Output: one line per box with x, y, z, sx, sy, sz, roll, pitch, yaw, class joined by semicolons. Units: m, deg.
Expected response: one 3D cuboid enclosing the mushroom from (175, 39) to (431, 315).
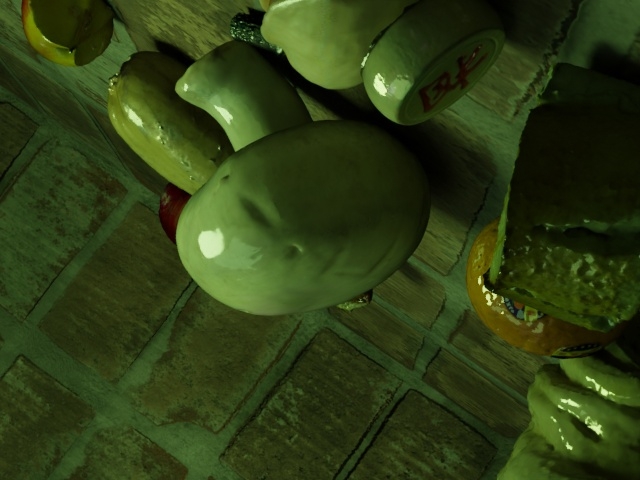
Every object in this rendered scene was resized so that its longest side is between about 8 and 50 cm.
-0.040;-0.046;1.348;0.356;0.315;0.315;42;169;-28;mushroom

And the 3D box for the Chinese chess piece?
0.091;-0.146;0.895;0.051;0.122;0.122;53;176;18;Chinese chess piece

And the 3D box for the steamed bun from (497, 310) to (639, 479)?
0.352;0.214;1.171;0.325;0.372;0.230;19;129;45;steamed bun

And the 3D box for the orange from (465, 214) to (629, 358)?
0.237;0.039;1.143;0.178;0.155;0.177;5;-169;-1;orange

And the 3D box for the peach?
-0.389;-0.333;1.668;0.118;0.151;0.151;15;160;31;peach

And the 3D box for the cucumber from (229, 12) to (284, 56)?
-0.044;-0.224;1.242;0.043;0.039;0.163;16;-172;-41;cucumber

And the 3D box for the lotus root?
-0.184;-0.155;1.726;0.343;0.151;0.169;40;156;-23;lotus root

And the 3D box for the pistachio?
0.022;-0.202;0.923;0.145;0.117;0.200;-2;162;-5;pistachio

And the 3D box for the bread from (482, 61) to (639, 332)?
0.210;-0.025;0.907;0.124;0.186;0.257;17;171;9;bread

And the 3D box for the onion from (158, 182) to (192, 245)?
-0.148;-0.072;1.993;0.272;0.195;0.272;17;-157;-8;onion

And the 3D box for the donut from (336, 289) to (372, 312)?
0.000;0.000;1.891;0.295;0.151;0.112;34;160;-33;donut
